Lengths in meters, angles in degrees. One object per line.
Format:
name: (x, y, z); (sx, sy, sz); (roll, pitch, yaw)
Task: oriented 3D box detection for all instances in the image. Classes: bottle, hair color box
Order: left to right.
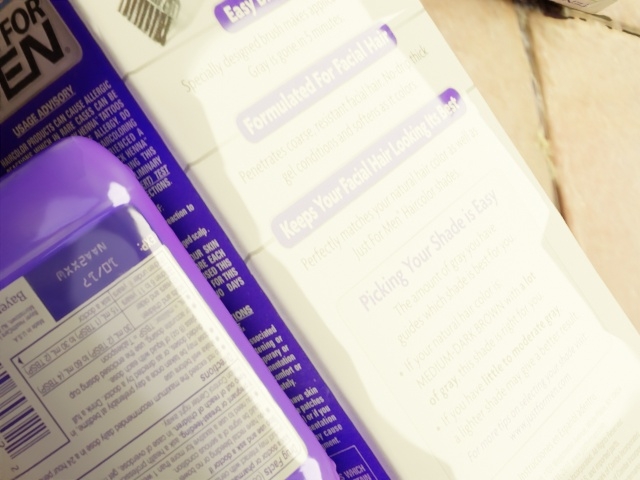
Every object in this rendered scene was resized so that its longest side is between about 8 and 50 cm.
bottle: (-0.053, 0.101, 0.695); (0.118, 0.092, 0.283); (-36, 95, -11)
hair color box: (0.000, 0.000, 0.804); (0.185, 0.110, 0.339); (-38, 97, -46)

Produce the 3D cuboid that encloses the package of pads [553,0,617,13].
package of pads: (0.085, -0.288, 1.047); (0.229, 0.101, 0.296); (10, 62, -38)
